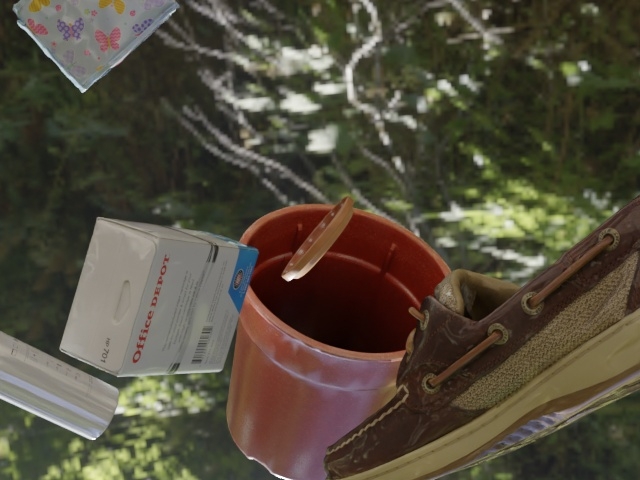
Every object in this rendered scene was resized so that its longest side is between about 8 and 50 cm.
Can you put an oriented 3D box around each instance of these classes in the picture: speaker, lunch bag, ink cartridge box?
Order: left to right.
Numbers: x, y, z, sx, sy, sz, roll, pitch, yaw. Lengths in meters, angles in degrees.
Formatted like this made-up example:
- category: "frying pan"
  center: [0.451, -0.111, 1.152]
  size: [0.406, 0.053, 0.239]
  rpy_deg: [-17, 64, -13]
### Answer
- category: "speaker"
  center: [-0.252, 0.131, 1.074]
  size: [0.136, 0.055, 0.055]
  rpy_deg: [31, 180, -28]
- category: "lunch bag"
  center: [-0.145, -0.146, 0.754]
  size: [0.083, 0.071, 0.053]
  rpy_deg: [-46, -168, -13]
- category: "ink cartridge box"
  center: [-0.157, 0.058, 1.187]
  size: [0.082, 0.139, 0.191]
  rpy_deg: [20, -176, 28]

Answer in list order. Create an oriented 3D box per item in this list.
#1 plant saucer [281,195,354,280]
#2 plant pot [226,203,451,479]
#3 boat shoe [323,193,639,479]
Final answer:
- category: "plant saucer"
  center: [0.000, 0.000, 0.940]
  size: [0.013, 0.083, 0.083]
  rpy_deg: [40, -160, -4]
- category: "plant pot"
  center: [0.005, 0.142, 1.462]
  size: [0.272, 0.265, 0.272]
  rpy_deg: [10, -142, -8]
- category: "boat shoe"
  center: [0.119, 0.076, 0.799]
  size: [0.123, 0.123, 0.342]
  rpy_deg: [-6, 157, -47]
